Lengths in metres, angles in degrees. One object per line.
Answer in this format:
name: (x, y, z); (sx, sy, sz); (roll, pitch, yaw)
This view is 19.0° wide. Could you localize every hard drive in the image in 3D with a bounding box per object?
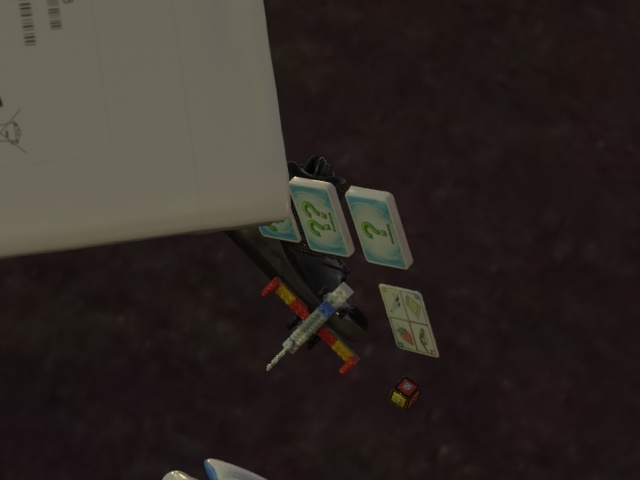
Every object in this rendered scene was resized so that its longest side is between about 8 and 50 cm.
hard drive: (-0.173, -0.086, 0.576); (0.308, 0.203, 0.040); (-8, -1, -15)

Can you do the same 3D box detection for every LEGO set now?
LEGO set: (0.013, 0.055, 1.751); (0.182, 0.244, 0.060); (12, 43, 38)

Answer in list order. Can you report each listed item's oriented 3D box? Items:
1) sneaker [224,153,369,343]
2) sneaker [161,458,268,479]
sneaker: (0.000, 0.000, 1.932); (0.227, 0.130, 0.087); (49, -10, -24)
sneaker: (-0.074, 0.242, 1.315); (0.236, 0.130, 0.323); (40, 12, 36)
